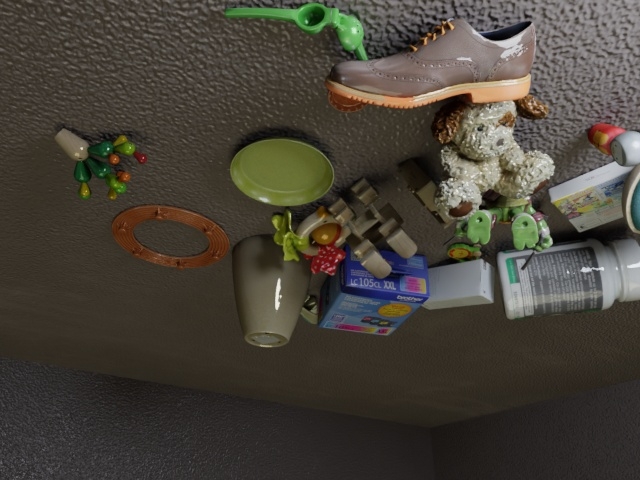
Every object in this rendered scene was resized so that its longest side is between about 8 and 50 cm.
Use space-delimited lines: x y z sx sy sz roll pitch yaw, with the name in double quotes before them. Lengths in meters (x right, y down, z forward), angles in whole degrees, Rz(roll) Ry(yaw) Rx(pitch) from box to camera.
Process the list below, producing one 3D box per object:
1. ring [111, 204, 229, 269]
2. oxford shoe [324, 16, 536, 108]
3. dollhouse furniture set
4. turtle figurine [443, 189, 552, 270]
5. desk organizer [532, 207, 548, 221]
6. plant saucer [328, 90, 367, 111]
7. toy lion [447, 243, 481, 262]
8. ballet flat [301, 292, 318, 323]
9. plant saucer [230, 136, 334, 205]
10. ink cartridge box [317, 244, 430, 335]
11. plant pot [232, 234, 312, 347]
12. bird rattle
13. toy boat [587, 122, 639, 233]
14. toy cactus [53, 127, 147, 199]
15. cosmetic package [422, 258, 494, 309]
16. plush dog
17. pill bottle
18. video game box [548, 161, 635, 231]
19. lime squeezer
"ring" -0.437 0.004 1.438 0.336 0.032 0.337 0 148 0
"oxford shoe" 0.185 -0.309 0.836 0.363 0.130 0.133 -7 126 -8
"dollhouse furniture set" 0.178 -0.046 1.173 0.242 0.212 0.161 -40 135 10
"turtle figurine" 0.416 -0.010 1.123 0.275 0.197 0.266 -55 166 23
"desk organizer" 0.508 -0.069 1.267 0.130 0.050 0.047 18 114 2
"plant saucer" 0.057 -0.287 0.966 0.083 0.013 0.083 0 149 0
"toy lion" 0.429 0.041 1.471 0.096 0.034 0.100 0 149 15
"ballet flat" -0.058 0.224 1.743 0.086 0.086 0.248 -18 143 28
"plant saucer" -0.088 -0.164 1.147 0.240 0.037 0.241 0 148 0
"ink cartridge box" 0.166 0.153 1.552 0.269 0.151 0.395 8 146 -11
"plant pot" -0.148 0.166 1.460 0.256 0.274 0.256 1 149 0
"bird rattle" 0.000 0.000 1.336 0.253 0.143 0.207 26 125 -38
"toy boat" 0.697 -0.142 1.002 0.318 0.148 0.268 23 113 -13
"toy cactus" -0.501 -0.181 1.100 0.219 0.112 0.180 -24 121 39
"cosmetic package" 0.411 0.139 1.508 0.085 0.118 0.231 27 153 -37
"plush dog" 0.320 -0.198 0.986 0.262 0.211 0.226 -16 133 -12
"pill bottle" 0.699 0.106 1.398 0.360 0.204 0.204 -10 147 18
"video game box" 0.696 -0.109 1.200 0.205 0.048 0.187 -26 141 36
"lime squeezer" 0.001 -0.356 0.836 0.310 0.059 0.110 15 176 -24
